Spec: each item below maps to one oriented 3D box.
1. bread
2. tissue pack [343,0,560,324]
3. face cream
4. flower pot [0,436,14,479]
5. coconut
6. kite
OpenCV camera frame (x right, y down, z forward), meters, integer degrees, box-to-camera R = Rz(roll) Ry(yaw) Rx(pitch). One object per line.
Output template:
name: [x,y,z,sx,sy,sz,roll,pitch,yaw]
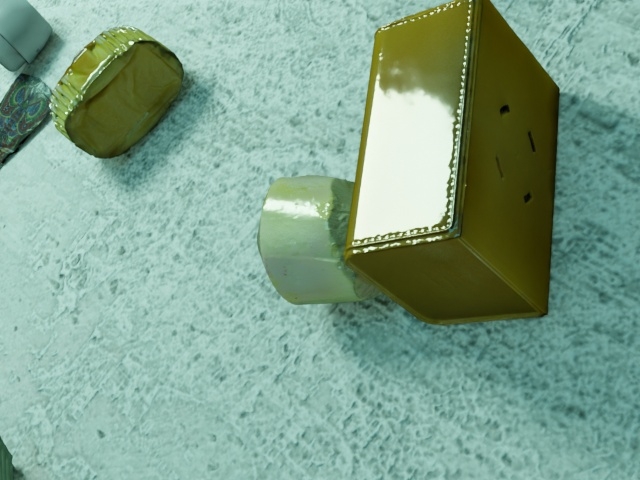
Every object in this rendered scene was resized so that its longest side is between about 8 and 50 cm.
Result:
bread: [-0.295,-0.213,1.534,0.190,0.132,0.114,-50,46,-2]
tissue pack: [0.136,-0.076,1.096,0.145,0.194,0.274,-9,59,32]
face cream: [-0.511,-0.346,1.779,0.104,0.117,0.117,-47,47,-6]
flower pot: [-0.481,0.335,1.296,0.209,0.239,0.189,-11,50,-8]
coconut: [0.000,0.000,1.186,0.152,0.147,0.147,-1,64,35]
kite: [-0.538,-0.147,1.754,0.285,0.015,0.152,-51,45,-1]
